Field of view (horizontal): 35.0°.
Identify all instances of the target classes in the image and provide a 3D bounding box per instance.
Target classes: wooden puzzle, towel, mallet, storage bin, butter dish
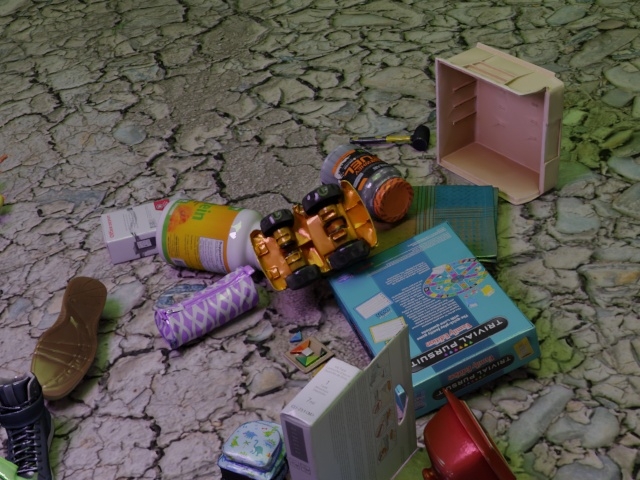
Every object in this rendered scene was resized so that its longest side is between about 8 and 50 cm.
[{"bbox_3d":[-0.020,0.203,1.821,0.079,0.014,0.116,-34,44,-31],"label":"wooden puzzle"},{"bbox_3d":[0.178,-0.029,2.079,0.370,0.040,0.271,-1,36,12],"label":"towel"},{"bbox_3d":[0.164,-0.241,2.367,0.190,0.039,0.062,4,39,21],"label":"mallet"},{"bbox_3d":[0.377,-0.247,2.146,0.123,0.262,0.260,-27,41,-28],"label":"storage bin"},{"bbox_3d":[0.207,0.331,1.527,0.118,0.160,0.160,-34,39,4],"label":"butter dish"}]

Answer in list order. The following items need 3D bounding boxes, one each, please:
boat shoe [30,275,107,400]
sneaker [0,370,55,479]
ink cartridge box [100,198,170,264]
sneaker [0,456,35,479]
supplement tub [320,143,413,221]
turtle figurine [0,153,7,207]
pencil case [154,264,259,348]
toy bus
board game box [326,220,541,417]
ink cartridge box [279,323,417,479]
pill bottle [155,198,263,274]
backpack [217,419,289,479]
[{"bbox_3d":[-0.460,0.192,1.869,0.105,0.089,0.285,21,41,-6],"label":"boat shoe"},{"bbox_3d":[-0.483,0.315,1.633,0.086,0.163,0.226,-10,38,-6],"label":"sneaker"},{"bbox_3d":[-0.379,-0.020,2.139,0.151,0.063,0.109,-14,38,-8],"label":"ink cartridge box"},{"bbox_3d":[-0.495,0.432,1.461,0.483,0.185,0.202,11,37,25],"label":"sneaker"},{"bbox_3d":[0.097,-0.116,2.084,0.117,0.117,0.190,-28,40,-25],"label":"supplement tub"},{"bbox_3d":[-0.795,-0.081,2.276,0.218,0.087,0.269,-11,45,8],"label":"turtle figurine"},{"bbox_3d":[-0.214,0.123,1.901,0.206,0.088,0.086,-28,43,-27],"label":"pencil case"},{"bbox_3d":[0.000,0.000,1.926,0.220,0.211,0.149,-27,81,6],"label":"toy bus"},{"bbox_3d":[0.191,0.132,1.793,0.254,0.079,0.336,-25,39,-5],"label":"board game box"},{"bbox_3d":[0.049,0.281,1.488,0.060,0.275,0.239,19,44,31],"label":"ink cartridge box"},{"bbox_3d":[-0.190,-0.002,2.021,0.246,0.136,0.136,9,40,21],"label":"pill bottle"},{"bbox_3d":[-0.096,0.335,1.601,0.105,0.084,0.114,13,39,22],"label":"backpack"}]
